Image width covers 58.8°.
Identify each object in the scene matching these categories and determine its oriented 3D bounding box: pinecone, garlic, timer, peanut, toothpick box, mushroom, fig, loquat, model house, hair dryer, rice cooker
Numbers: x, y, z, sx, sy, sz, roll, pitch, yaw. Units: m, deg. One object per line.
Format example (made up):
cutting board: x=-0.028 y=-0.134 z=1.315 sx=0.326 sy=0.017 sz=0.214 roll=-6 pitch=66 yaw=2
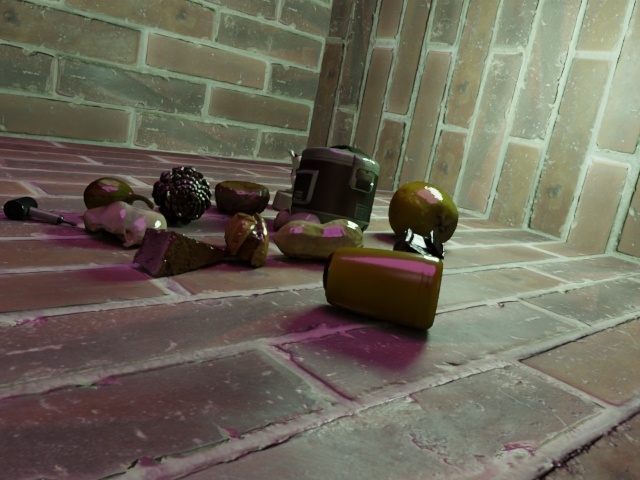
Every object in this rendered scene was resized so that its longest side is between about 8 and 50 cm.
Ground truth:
pinecone: x=-0.477 y=-0.151 z=1.927 sx=0.207 sy=0.208 sz=0.208 roll=10 pitch=13 yaw=-2
garlic: x=-0.547 y=-0.055 z=1.628 sx=0.217 sy=0.110 sz=0.228 roll=5 pitch=13 yaw=-39
timer: x=-0.109 y=-0.263 z=2.529 sx=0.175 sy=0.266 sz=0.175 roll=11 pitch=13 yaw=-2
peanut: x=0.000 y=0.000 z=1.777 sx=0.313 sy=0.149 sz=0.149 roll=5 pitch=14 yaw=-25
toothpick box: x=0.145 y=0.104 z=1.353 sx=0.271 sy=0.175 sz=0.175 roll=10 pitch=12 yaw=11
mushroom: x=-0.086 y=-0.060 z=2.046 sx=0.088 sy=0.097 sz=0.212 roll=-9 pitch=21 yaw=-40
fig: x=-0.610 y=-0.129 z=1.761 sx=0.245 sy=0.149 sz=0.149 roll=4 pitch=10 yaw=18
loquat: x=0.426 y=-0.111 z=2.350 sx=0.275 sy=0.276 sz=0.284 roll=4 pitch=17 yaw=-29
model house: x=0.331 y=0.049 z=1.924 sx=0.164 sy=0.141 sz=0.203 roll=33 pitch=36 yaw=1
hair dryer: x=-0.800 y=-0.074 z=1.651 sx=0.197 sy=0.057 sz=0.100 roll=19 pitch=12 yaw=-3
rice cooker: x=0.058 y=-0.205 z=2.178 sx=0.334 sy=0.326 sz=0.335 roll=12 pitch=-1 yaw=0

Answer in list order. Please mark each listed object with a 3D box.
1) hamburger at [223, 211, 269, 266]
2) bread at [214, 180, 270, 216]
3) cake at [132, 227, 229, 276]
hamburger: x=-0.206 y=-0.016 z=1.677 sx=0.124 sy=0.131 sz=0.262 roll=27 pitch=7 yaw=-20
bread: x=-0.314 y=-0.164 z=2.261 sx=0.229 sy=0.123 sz=0.230 roll=8 pitch=18 yaw=-3
cake: x=-0.352 y=0.019 z=1.488 sx=0.115 sy=0.113 sz=0.295 roll=18 pitch=9 yaw=22
